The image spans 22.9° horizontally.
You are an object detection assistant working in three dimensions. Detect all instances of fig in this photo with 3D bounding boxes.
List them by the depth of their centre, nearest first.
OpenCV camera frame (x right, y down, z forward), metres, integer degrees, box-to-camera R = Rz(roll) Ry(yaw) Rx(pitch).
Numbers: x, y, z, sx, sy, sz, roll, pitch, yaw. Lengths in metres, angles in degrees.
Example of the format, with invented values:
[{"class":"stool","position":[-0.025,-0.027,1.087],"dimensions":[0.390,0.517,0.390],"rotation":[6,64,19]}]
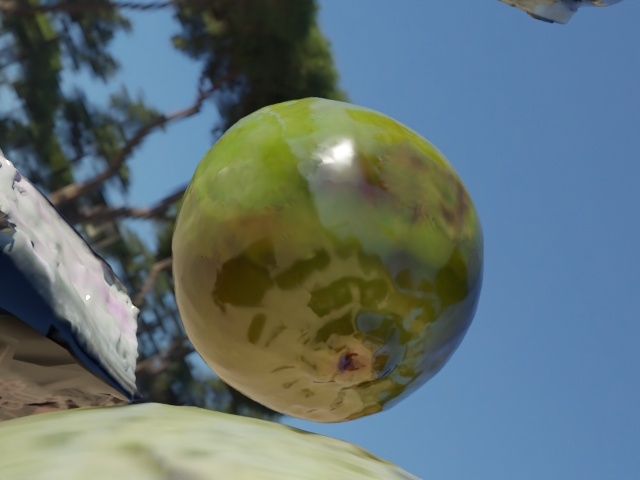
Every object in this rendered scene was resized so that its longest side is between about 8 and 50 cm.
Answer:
[{"class":"fig","position":[0.007,-0.002,1.054],"dimensions":[0.207,0.207,0.230],"rotation":[86,12,-54]}]

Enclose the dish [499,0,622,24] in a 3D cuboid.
[{"class":"dish","position":[0.169,-0.263,1.345],"dimensions":[0.303,0.303,0.120],"rotation":[43,-66,55]}]

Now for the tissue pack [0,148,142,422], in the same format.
[{"class":"tissue pack","position":[-0.289,0.047,0.825],"dimensions":[0.245,0.332,0.123],"rotation":[53,19,-40]}]

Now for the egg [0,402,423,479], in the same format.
[{"class":"egg","position":[-0.050,0.234,0.403],"dimensions":[0.428,0.345,0.345],"rotation":[-104,177,-62]}]
